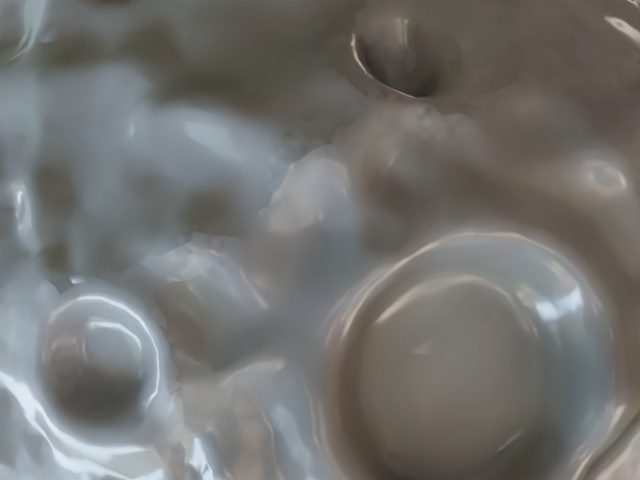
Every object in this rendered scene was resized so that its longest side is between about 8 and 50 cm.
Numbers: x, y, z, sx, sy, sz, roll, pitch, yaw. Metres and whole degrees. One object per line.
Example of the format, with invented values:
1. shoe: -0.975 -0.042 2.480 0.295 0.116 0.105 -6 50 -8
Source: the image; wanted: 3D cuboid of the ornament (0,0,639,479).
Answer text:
1. ornament: 0.000 0.000 0.481 0.337 0.337 0.337 18 -114 -46
